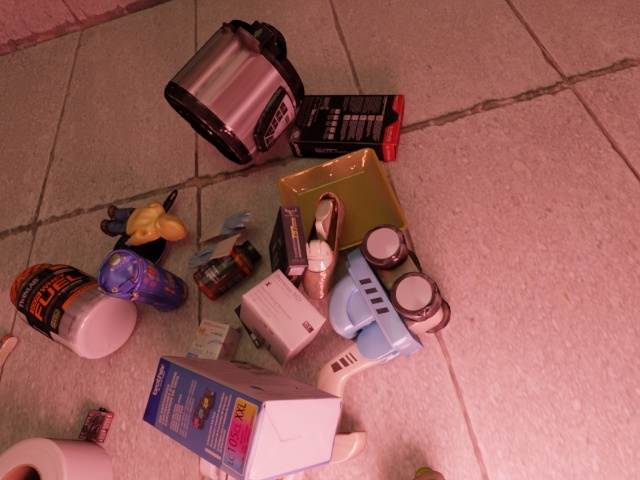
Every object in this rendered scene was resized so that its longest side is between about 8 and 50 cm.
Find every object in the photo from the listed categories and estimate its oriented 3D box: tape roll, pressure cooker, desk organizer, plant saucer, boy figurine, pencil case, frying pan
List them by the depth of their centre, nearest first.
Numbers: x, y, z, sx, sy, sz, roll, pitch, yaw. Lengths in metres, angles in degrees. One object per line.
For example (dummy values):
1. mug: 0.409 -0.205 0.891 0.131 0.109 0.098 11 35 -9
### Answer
1. tape roll: -0.666 0.615 0.973 0.246 0.169 0.246 -6 60 11
2. pencil case: -0.486 0.125 1.128 0.119 0.306 0.133 -33 71 -5
3. desk organizer: -0.183 0.234 1.138 0.047 0.050 0.130 -43 73 26
4. plant saucer: 0.059 -0.101 1.251 0.333 0.081 0.332 -18 59 2
5. boy figurine: -0.568 -0.061 1.317 0.286 0.092 0.177 4 63 13
6. pressure cooker: -0.263 -0.520 1.366 0.420 0.375 0.370 -51 41 -7
7. frying pan: -0.602 -0.024 1.381 0.198 0.053 0.325 -5 59 10

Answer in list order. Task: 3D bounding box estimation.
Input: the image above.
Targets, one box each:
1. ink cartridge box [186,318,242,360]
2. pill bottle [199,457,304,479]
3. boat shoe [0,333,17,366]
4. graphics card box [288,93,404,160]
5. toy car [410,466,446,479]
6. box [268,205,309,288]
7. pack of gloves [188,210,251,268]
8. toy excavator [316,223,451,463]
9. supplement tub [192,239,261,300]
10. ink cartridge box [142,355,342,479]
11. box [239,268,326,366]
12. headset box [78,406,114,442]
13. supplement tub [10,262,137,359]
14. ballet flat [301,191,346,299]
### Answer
1. ink cartridge box: -0.291 0.287 1.112 0.092 0.090 0.143 9 65 18
2. pill bottle: -0.156 0.524 0.929 0.221 0.121 0.121 9 64 18
3. boat shoe: -1.023 0.361 1.268 0.043 0.049 0.137 14 63 24
4. graphics card box: 0.094 -0.397 1.400 0.371 0.094 0.232 6 63 15
5. toy car: 0.221 0.581 0.799 0.149 0.155 0.188 -27 68 -2
6. box: -0.095 0.040 1.117 0.059 0.232 0.183 -1 61 -17
7. pack of gloves: -0.305 0.005 1.248 0.232 0.046 0.195 -17 40 37
8. toy excavator: 0.111 0.250 0.998 0.445 0.222 0.432 -33 59 10
9. supplement tub: -0.276 0.084 1.212 0.198 0.106 0.106 -37 60 -9
10. ink cartridge box: -0.190 0.364 0.893 0.396 0.270 0.151 7 78 38
11. box: -0.103 0.201 1.029 0.119 0.182 0.181 -38 75 -29
12. headset box: -0.612 0.504 1.101 0.062 0.032 0.083 4 64 16
13. supplement tub: -0.742 0.197 1.201 0.338 0.207 0.207 18 67 22
14. ballet flat: 0.000 0.000 1.100 0.108 0.106 0.315 1 62 15
